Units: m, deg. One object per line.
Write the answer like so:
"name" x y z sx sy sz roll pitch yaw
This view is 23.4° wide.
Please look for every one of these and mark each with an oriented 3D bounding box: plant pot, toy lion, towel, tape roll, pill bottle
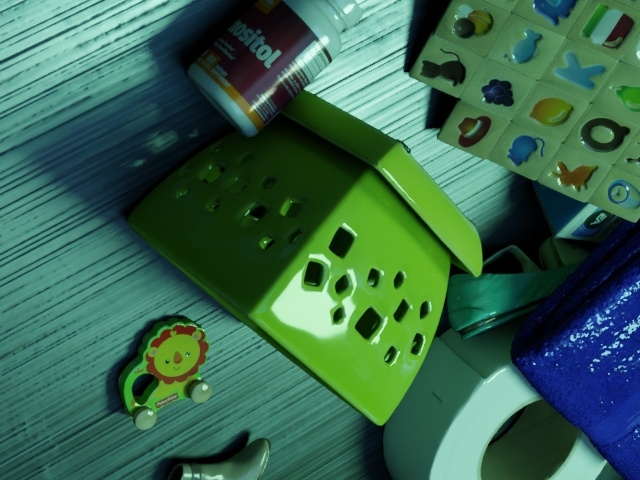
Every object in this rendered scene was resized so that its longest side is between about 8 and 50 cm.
"plant pot" 0.000 0.000 1.423 0.207 0.228 0.227 -50 133 -5
"toy lion" -0.154 0.126 1.524 0.100 0.034 0.096 -25 122 -19
"towel" 0.363 0.131 1.701 0.228 0.076 0.308 -46 128 0
"tape roll" 0.214 0.213 1.783 0.286 0.100 0.286 -17 127 -24
"pill bottle" -0.038 -0.172 1.375 0.152 0.086 0.086 -45 133 -4

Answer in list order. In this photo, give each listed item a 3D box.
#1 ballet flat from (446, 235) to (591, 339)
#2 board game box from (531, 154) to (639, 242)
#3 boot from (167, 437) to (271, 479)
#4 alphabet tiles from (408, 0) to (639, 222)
"ballet flat" 0.245 0.041 1.704 0.247 0.083 0.087 -12 79 -27
"board game box" 0.435 -0.110 1.646 0.301 0.086 0.308 7 140 -35
"boot" -0.114 0.248 1.620 0.087 0.042 0.118 24 102 -39
"alphabet tiles" 0.274 -0.155 1.487 0.342 0.011 0.285 22 132 -8
